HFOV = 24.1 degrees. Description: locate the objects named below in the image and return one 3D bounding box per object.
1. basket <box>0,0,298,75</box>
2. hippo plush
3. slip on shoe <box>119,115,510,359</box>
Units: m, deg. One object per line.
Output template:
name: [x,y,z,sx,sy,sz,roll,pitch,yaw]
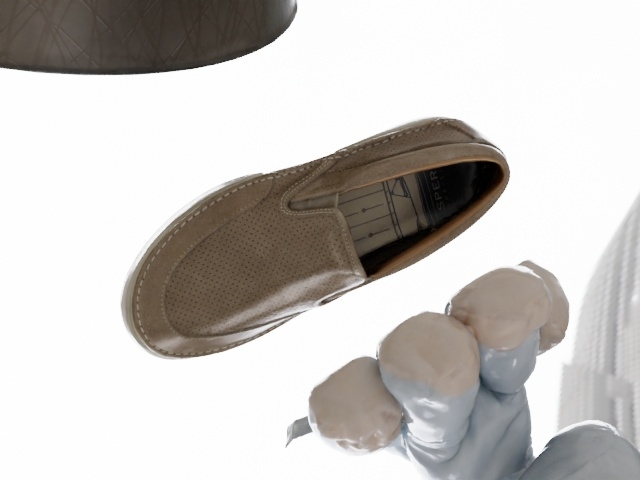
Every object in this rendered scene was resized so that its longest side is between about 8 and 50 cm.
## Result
basket: [-0.087,-0.192,0.510,0.204,0.226,0.154,6,-143,-11]
hippo plush: [0.122,0.182,1.199,0.234,0.294,0.236,-18,-108,-54]
slip on shoe: [0.000,0.000,0.487,0.135,0.051,0.041,-23,-160,-14]
